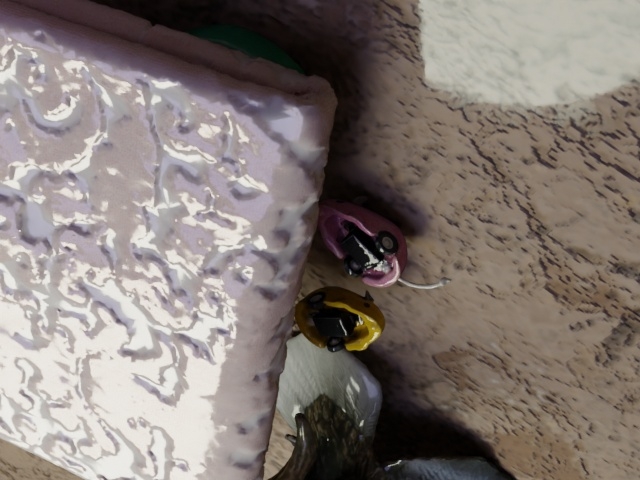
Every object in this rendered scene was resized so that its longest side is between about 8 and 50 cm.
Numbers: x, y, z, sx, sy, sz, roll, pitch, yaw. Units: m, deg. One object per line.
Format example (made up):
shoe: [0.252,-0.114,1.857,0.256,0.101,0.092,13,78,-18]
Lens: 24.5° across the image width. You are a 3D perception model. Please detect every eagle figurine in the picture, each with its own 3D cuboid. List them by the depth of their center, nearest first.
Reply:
eagle figurine: [0.041,0.220,1.042,0.298,0.225,0.226,22,-150,-47]

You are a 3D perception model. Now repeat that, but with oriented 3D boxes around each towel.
towel: [-0.164,0.005,0.843,0.317,0.053,0.332,20,131,9]

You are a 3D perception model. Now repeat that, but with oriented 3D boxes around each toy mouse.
toy mouse: [0.000,0.000,0.863,0.161,0.031,0.143,-8,119,41]

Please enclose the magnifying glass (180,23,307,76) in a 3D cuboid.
magnifying glass: [-0.099,-0.090,0.823,0.231,0.026,0.092,21,134,27]
